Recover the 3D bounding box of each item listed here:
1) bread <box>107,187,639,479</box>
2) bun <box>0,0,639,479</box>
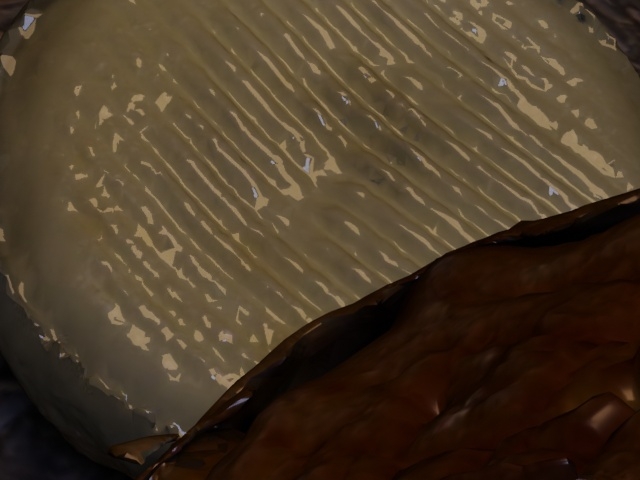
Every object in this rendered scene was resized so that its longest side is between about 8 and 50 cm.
[{"bbox_3d":[0.083,0.115,0.490,0.358,0.204,0.337,-33,20,-11],"label":"bread"},{"bbox_3d":[0.000,0.000,0.747,0.287,0.146,0.287,1,56,-1],"label":"bun"}]
